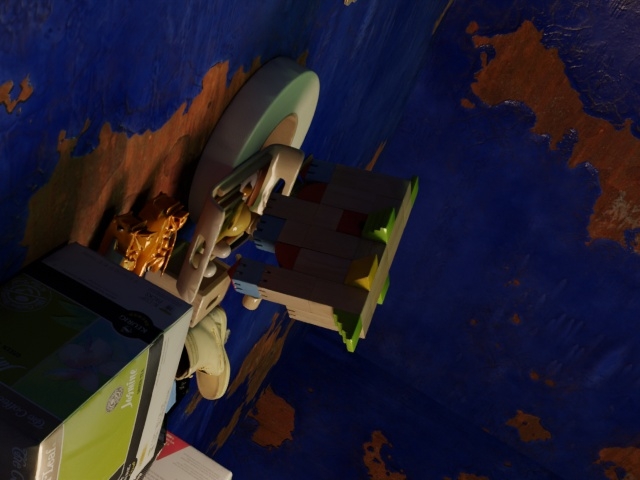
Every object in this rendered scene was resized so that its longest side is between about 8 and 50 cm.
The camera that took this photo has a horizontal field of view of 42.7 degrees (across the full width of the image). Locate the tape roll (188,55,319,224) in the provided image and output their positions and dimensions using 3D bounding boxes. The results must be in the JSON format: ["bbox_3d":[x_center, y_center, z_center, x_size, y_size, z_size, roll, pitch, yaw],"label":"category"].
[{"bbox_3d":[-0.130,-0.181,1.652,0.392,0.072,0.392,-58,171,-15],"label":"tape roll"}]

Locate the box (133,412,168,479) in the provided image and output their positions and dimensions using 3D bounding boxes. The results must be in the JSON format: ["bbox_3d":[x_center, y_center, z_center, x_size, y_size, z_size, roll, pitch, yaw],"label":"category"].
[{"bbox_3d":[-0.415,0.486,1.784,0.216,0.060,0.270,-59,-172,-4],"label":"box"}]

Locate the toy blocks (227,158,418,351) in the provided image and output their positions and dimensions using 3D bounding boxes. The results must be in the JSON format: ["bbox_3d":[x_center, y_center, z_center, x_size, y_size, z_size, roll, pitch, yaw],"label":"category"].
[{"bbox_3d":[0.000,0.000,1.496,0.190,0.261,0.381,79,30,-58],"label":"toy blocks"}]

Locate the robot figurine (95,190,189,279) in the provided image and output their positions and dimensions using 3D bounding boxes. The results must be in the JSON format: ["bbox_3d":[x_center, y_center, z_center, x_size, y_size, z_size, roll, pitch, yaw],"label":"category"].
[{"bbox_3d":[-0.322,0.068,1.346,0.291,0.085,0.211,-64,169,27],"label":"robot figurine"}]

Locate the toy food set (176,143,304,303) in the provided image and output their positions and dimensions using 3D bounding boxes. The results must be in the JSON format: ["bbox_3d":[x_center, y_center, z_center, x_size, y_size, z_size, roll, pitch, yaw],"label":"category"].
[{"bbox_3d":[-0.142,-0.034,1.536,0.306,0.092,0.219,-46,164,-54],"label":"toy food set"}]

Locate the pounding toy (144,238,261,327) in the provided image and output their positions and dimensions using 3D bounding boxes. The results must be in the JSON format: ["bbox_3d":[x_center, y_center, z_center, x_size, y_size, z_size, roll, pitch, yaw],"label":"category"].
[{"bbox_3d":[-0.218,0.094,1.619,0.094,0.206,0.181,-64,170,31],"label":"pounding toy"}]

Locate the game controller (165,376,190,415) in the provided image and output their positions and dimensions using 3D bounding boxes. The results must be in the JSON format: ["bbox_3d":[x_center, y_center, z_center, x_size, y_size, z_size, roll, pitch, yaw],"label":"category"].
[{"bbox_3d":[-0.424,0.431,2.047,0.319,0.067,0.166,-52,169,-43],"label":"game controller"}]

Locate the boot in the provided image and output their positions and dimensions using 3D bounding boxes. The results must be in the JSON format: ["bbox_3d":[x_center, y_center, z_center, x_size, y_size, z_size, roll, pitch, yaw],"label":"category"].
[{"bbox_3d":[-0.308,0.310,2.037,0.203,0.095,0.261,-40,137,-63],"label":"boot"}]

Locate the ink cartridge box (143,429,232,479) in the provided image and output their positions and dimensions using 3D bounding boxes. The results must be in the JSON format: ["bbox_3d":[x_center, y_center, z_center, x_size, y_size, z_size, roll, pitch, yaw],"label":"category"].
[{"bbox_3d":[-0.451,0.705,2.111,0.384,0.279,0.160,-53,170,-31],"label":"ink cartridge box"}]

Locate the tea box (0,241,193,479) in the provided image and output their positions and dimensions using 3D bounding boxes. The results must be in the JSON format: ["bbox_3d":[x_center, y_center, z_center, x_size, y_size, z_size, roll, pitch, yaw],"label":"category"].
[{"bbox_3d":[-0.374,0.237,1.112,0.323,0.220,0.329,-47,160,-56],"label":"tea box"}]

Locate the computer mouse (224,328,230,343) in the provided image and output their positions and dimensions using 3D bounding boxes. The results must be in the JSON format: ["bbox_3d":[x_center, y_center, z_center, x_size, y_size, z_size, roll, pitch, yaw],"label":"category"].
[{"bbox_3d":[-0.322,0.299,2.276,0.193,0.042,0.106,-39,154,-52],"label":"computer mouse"}]

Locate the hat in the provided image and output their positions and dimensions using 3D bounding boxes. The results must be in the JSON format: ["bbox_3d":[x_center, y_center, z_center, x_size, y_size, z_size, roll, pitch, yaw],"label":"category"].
[{"bbox_3d":[-0.080,-0.048,1.945,0.331,0.134,0.331,-51,-174,7],"label":"hat"}]

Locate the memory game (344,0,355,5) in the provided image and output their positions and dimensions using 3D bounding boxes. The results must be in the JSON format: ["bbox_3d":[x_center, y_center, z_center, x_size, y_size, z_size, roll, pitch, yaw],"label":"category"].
[{"bbox_3d":[0.095,-0.590,1.751,0.186,0.012,0.186,-57,171,-14],"label":"memory game"}]
